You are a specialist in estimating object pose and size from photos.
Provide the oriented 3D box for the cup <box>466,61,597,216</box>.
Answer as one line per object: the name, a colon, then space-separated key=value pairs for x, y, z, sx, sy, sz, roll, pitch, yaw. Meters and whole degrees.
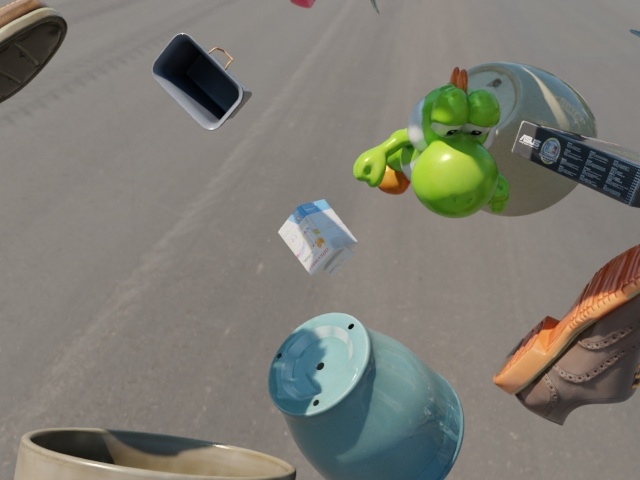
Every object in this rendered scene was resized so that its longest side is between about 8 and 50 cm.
cup: x=0.382 y=-0.242 z=1.432 sx=0.331 sy=0.331 sz=0.237 roll=32 pitch=3 yaw=38

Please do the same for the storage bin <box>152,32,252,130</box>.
storage bin: x=-0.164 y=-0.241 z=1.020 sx=0.135 sy=0.098 sz=0.091 roll=44 pitch=18 yaw=0

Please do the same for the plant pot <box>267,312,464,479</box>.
plant pot: x=0.057 y=0.258 z=1.107 sx=0.272 sy=0.255 sz=0.271 roll=-24 pitch=38 yaw=20

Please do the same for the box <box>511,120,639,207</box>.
box: x=0.476 y=-0.113 z=1.088 sx=0.216 sy=0.060 sz=0.270 roll=7 pitch=20 yaw=-27

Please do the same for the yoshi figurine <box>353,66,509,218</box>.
yoshi figurine: x=0.170 y=-0.101 z=0.993 sx=0.204 sy=0.203 sz=0.362 roll=-33 pitch=-5 yaw=-4

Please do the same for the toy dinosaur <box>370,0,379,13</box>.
toy dinosaur: x=0.053 y=-0.354 z=0.922 sx=0.093 sy=0.053 sz=0.183 roll=21 pitch=23 yaw=-7

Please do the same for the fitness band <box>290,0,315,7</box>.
fitness band: x=-0.001 y=-0.611 z=1.414 sx=0.054 sy=0.209 sz=0.290 roll=18 pitch=50 yaw=2

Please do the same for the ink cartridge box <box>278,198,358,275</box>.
ink cartridge box: x=0.000 y=0.000 z=1.448 sx=0.090 sy=0.092 sz=0.143 roll=-16 pitch=62 yaw=-50

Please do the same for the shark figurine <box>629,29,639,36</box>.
shark figurine: x=0.517 y=-0.321 z=0.789 sx=0.166 sy=0.278 sz=0.116 roll=17 pitch=38 yaw=-25

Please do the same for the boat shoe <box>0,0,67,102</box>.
boat shoe: x=-0.436 y=-0.188 z=0.774 sx=0.104 sy=0.307 sz=0.111 roll=52 pitch=0 yaw=6

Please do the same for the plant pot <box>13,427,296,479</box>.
plant pot: x=-0.207 y=0.382 z=0.788 sx=0.323 sy=0.280 sz=0.323 roll=9 pitch=-10 yaw=2

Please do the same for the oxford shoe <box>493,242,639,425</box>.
oxford shoe: x=0.382 y=0.122 z=0.885 sx=0.133 sy=0.363 sz=0.130 roll=42 pitch=47 yaw=8
